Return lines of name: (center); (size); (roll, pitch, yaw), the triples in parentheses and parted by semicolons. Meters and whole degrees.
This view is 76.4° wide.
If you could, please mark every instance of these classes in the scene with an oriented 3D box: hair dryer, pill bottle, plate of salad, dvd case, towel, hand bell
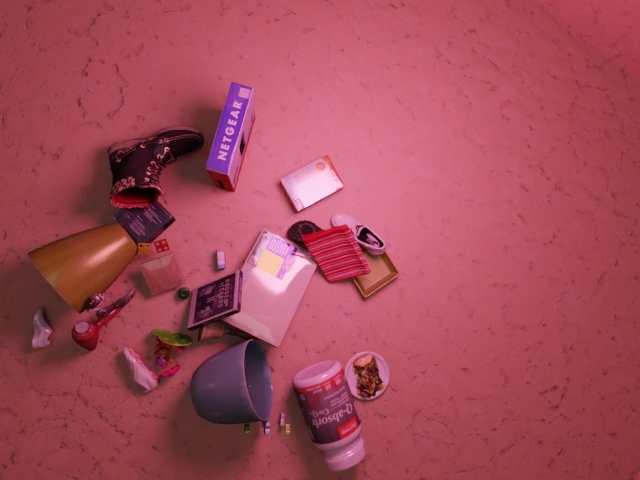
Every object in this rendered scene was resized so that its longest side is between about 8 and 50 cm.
hair dryer: (-0.812, 0.310, 1.520); (0.080, 0.223, 0.294); (42, 103, 16)
pill bottle: (0.040, 0.677, 1.594); (0.210, 0.210, 0.363); (-20, 89, -9)
plate of salad: (0.198, 0.569, 1.706); (0.199, 0.048, 0.200); (1, 86, -9)
dvd case: (-0.401, 0.227, 1.552); (0.238, 0.029, 0.180); (-23, 47, 21)
towel: (0.065, 0.060, 1.620); (0.198, 0.031, 0.275); (-15, 127, 22)
hand bell: (-0.354, 0.365, 1.629); (0.241, 0.126, 0.126); (16, 84, -20)

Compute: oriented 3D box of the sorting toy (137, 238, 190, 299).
sorting toy: (-0.623, 0.119, 1.599); (0.132, 0.046, 0.275); (-21, 107, -11)

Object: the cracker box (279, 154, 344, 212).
cracker box: (-0.036, -0.238, 1.721); (0.232, 0.067, 0.156); (-29, 90, -10)

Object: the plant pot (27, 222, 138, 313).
plant pot: (-0.844, 0.070, 1.506); (0.293, 0.274, 0.275); (-40, 92, -26)

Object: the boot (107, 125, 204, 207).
boot: (-0.620, -0.280, 1.541); (0.376, 0.138, 0.284); (-13, 54, -5)

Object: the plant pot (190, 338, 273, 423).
plant pot: (-0.337, 0.543, 1.519); (0.234, 0.293, 0.293); (-16, 88, 6)

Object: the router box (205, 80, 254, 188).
router box: (-0.338, -0.383, 1.570); (0.082, 0.301, 0.336); (15, 84, -6)

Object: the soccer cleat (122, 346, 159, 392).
soccer cleat: (-0.708, 0.501, 1.572); (0.076, 0.068, 0.196); (-39, 95, -6)

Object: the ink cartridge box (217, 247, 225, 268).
ink cartridge box: (-0.402, 0.072, 1.654); (0.028, 0.048, 0.084); (-4, 87, -9)

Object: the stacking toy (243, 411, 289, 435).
stacking toy: (-0.211, 0.707, 1.553); (0.166, 0.221, 0.052); (5, 82, -12)

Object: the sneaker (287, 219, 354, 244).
sneaker: (0.000, 0.000, 1.688); (0.286, 0.130, 0.109); (12, 60, 15)

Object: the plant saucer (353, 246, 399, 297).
plant saucer: (0.212, 0.116, 1.742); (0.188, 0.045, 0.188); (-32, 91, -10)

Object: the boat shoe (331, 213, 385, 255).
boat shoe: (0.157, -0.034, 1.696); (0.267, 0.088, 0.096); (40, 76, 14)

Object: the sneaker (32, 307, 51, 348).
sneaker: (-1.055, 0.331, 1.545); (0.061, 0.053, 0.152); (0, 89, -23)

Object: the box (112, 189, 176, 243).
box: (-0.689, -0.087, 1.602); (0.158, 0.093, 0.156); (-45, 93, -8)

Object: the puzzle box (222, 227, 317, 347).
puzzle box: (-0.201, 0.184, 1.631); (0.272, 0.052, 0.409); (28, 70, -5)

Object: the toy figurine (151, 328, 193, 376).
toy figurine: (-0.598, 0.446, 1.578); (0.173, 0.130, 0.159); (16, 93, 15)
